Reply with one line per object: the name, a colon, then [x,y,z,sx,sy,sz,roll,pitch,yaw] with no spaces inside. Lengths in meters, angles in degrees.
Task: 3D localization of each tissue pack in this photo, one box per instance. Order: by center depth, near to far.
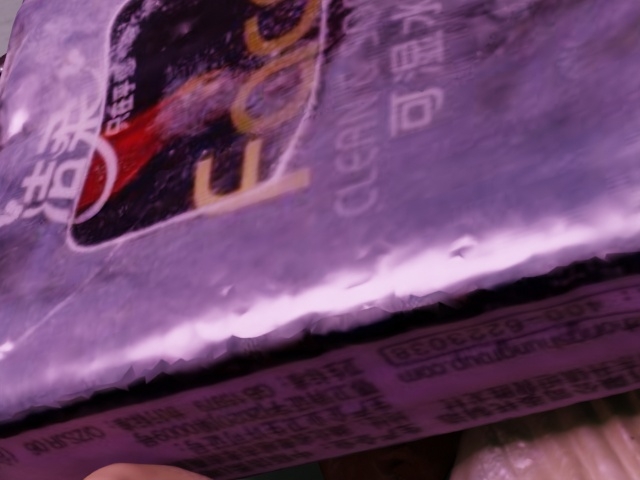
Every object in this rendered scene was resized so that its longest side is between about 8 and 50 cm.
tissue pack: [0.029,-0.044,0.542,0.361,0.122,0.259,-15,47,24]

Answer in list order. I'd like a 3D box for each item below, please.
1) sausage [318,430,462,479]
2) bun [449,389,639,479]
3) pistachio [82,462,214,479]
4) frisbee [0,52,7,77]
sausage: [0.002,-0.001,0.671,0.087,0.079,0.326,-15,46,-10]
bun: [0.149,0.097,0.492,0.237,0.116,0.210,-42,40,-7]
pistachio: [-0.049,0.223,0.431,0.214,0.193,0.318,1,56,-11]
frisbee: [-0.191,-0.102,0.890,0.211,0.012,0.187,-35,47,-6]
